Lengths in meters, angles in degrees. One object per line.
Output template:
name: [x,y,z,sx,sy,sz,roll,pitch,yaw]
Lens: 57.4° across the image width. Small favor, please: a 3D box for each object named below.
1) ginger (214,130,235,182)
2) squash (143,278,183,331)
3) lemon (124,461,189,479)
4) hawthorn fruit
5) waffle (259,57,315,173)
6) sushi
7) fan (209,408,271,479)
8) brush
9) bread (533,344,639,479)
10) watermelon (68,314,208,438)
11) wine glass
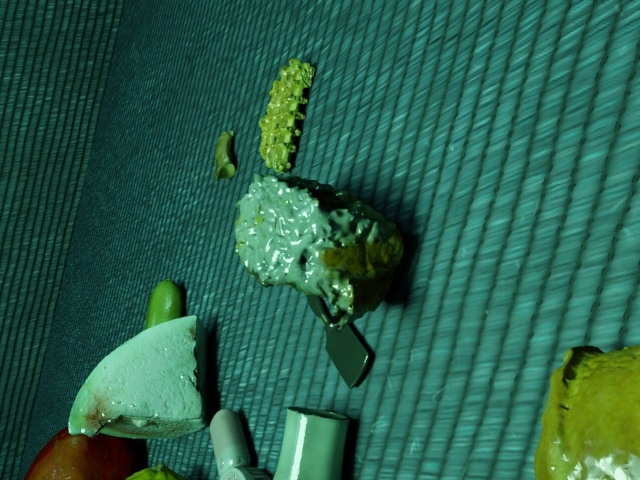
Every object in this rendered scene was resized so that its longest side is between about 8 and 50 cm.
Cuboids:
ginger: [-0.207,-0.177,1.265,0.058,0.044,0.137,97,169,-54]
squash: [-0.357,0.252,1.315,0.094,0.094,0.341,-19,62,52]
lemon: [-0.297,0.521,1.049,0.192,0.192,0.231,-5,78,55]
hawthorn fruit: [-0.543,0.541,1.358,0.265,0.265,0.308,-39,40,44]
waffle: [-0.062,-0.230,1.062,0.192,0.046,0.161,-60,36,26]
sushi: [0.000,0.000,0.776,0.274,0.184,0.140,34,110,53]
fan: [-0.140,0.390,0.963,0.130,0.074,0.244,-59,38,28]
brush: [0.019,0.131,0.860,0.063,0.016,0.193,-63,37,21]
bread: [0.240,0.178,0.425,0.143,0.139,0.229,-30,57,39]
watermelon: [-0.312,0.330,1.147,0.213,0.319,0.290,24,134,31]
wine glass: [-0.022,0.344,0.777,0.103,0.103,0.231,-5,74,55]
